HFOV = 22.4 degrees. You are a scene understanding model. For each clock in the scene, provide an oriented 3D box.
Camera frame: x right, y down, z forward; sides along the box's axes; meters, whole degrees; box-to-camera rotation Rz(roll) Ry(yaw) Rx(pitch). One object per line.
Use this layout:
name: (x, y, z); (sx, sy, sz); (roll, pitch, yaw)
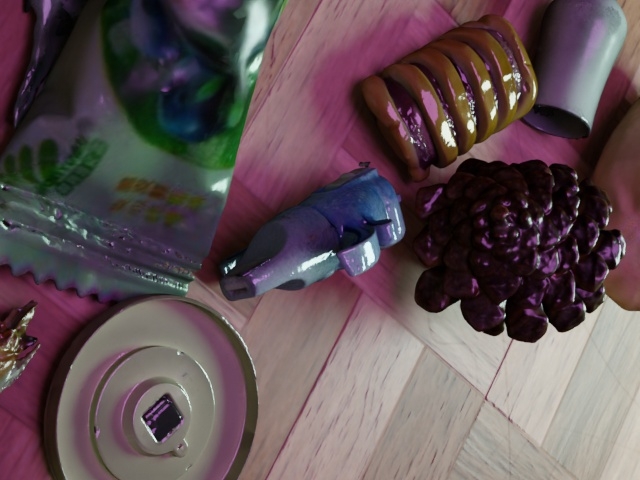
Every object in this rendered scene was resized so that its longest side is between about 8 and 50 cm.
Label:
clock: (-0.157, 0.169, 1.549); (0.235, 0.029, 0.235); (-5, 98, -39)

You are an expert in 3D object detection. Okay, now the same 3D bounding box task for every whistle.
whistle: (0.000, 0.000, 1.609); (0.269, 0.180, 0.093); (-33, 110, -44)

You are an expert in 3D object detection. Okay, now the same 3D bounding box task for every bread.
bread: (0.148, -0.159, 1.789); (0.225, 0.081, 0.134); (-35, 110, -34)

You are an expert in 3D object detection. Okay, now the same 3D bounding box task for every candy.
candy: (-0.161, -0.132, 1.496); (0.263, 0.172, 0.398); (19, 89, -33)

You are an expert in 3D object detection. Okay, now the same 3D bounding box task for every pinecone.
pinecone: (0.217, 0.008, 1.766); (0.201, 0.228, 0.203); (-33, 133, -71)

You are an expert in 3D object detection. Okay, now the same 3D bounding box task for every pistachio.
pistachio: (0.425, -0.058, 1.951); (0.193, 0.214, 0.318); (23, 60, 6)

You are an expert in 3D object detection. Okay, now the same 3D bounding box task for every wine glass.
wine glass: (0.308, -0.239, 1.909); (0.103, 0.103, 0.231); (29, 72, -34)

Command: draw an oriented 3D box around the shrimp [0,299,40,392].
shrimp: (-0.333, 0.107, 1.416); (0.217, 0.051, 0.115); (-34, 107, -32)
